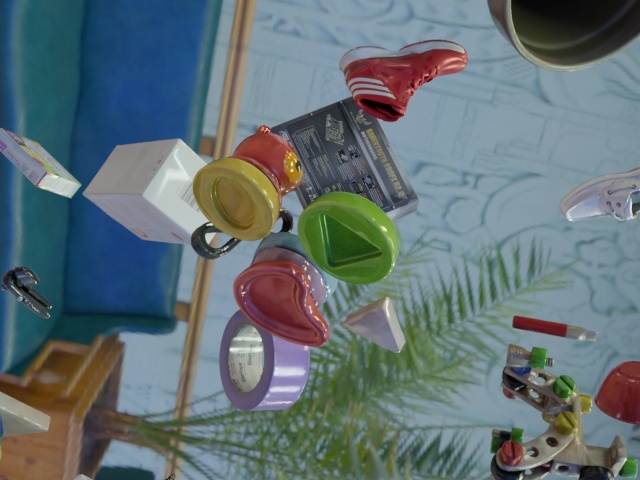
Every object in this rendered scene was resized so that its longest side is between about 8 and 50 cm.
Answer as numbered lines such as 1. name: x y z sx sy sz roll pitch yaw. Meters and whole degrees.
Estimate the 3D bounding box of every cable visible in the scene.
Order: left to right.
1. cable: -0.145 -0.025 1.496 0.072 0.139 0.287 -19 -160 39

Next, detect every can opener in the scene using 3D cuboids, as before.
1. can opener: -0.668 0.126 1.831 0.186 0.073 0.059 74 22 -50

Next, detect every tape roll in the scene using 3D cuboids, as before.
1. tape roll: -0.107 0.219 1.479 0.189 0.080 0.188 -14 -108 51

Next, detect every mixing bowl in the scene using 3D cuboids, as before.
1. mixing bowl: 0.741 0.344 1.870 0.181 0.182 0.098 -74 164 -72

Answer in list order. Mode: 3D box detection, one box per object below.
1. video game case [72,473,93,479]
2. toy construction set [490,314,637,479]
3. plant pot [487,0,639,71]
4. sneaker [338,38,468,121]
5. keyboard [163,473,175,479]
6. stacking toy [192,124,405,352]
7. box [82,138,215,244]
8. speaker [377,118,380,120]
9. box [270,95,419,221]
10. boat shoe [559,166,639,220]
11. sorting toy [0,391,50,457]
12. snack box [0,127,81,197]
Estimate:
1. video game case: -0.236 0.422 1.089 0.026 0.206 0.227 -42 155 -14
2. toy construction set: 0.429 0.295 1.382 0.257 0.237 0.308 -51 147 -67
3. plant pot: 0.353 -0.465 1.226 0.280 0.323 0.323 -121 -146 -44
4. sneaker: 0.148 -0.250 1.304 0.087 0.221 0.128 105 -26 -65
5. keyboard: -0.347 0.491 1.444 0.192 0.038 0.100 -28 149 -49
6. stacking toy: 0.000 0.000 1.084 0.130 0.280 0.308 -56 146 -40
7. box: -0.402 -0.118 1.996 0.345 0.215 0.168 5 -121 51
8. speaker: 0.140 -0.321 1.661 0.055 0.055 0.136 -74 -172 -71
9. box: 0.039 -0.124 1.389 0.056 0.183 0.231 93 -27 -71
10. boat shoe: 0.667 -0.091 1.761 0.098 0.277 0.096 39 39 -44
11. sorting toy: -0.590 0.289 1.197 0.255 0.257 0.089 63 21 -59
12. snack box: -0.514 -0.139 1.447 0.037 0.141 0.100 -51 159 4
